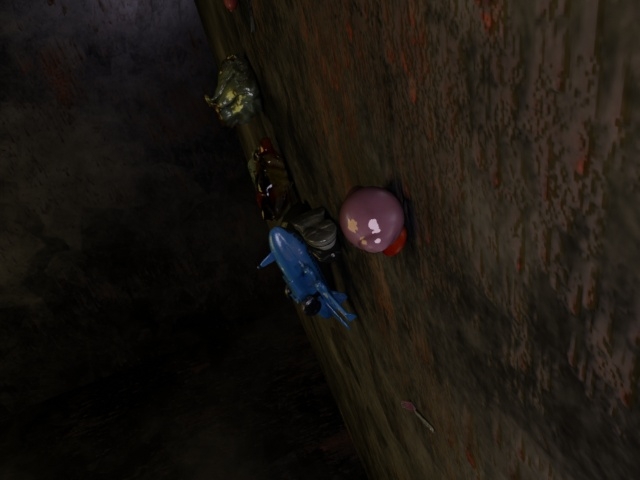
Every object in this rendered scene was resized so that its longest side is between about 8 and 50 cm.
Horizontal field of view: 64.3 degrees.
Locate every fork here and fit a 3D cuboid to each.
[{"bbox_3d":[0.156,0.278,0.807,0.016,0.012,0.115,67,168,-7],"label":"fork"}]

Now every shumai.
[{"bbox_3d":[-0.243,-0.398,1.374,0.184,0.142,0.184,157,90,-81],"label":"shumai"}]

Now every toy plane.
[{"bbox_3d":[-0.033,0.078,1.047,0.271,0.105,0.254,48,171,-34],"label":"toy plane"}]

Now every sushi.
[{"bbox_3d":[-0.125,-0.159,1.341,0.103,0.097,0.225,156,108,-77],"label":"sushi"}]

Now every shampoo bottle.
[{"bbox_3d":[-0.169,-0.190,1.595,0.085,0.085,0.262,81,167,-54],"label":"shampoo bottle"}]

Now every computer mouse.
[{"bbox_3d":[-0.044,0.039,1.256,0.170,0.100,0.269,-115,9,-49],"label":"computer mouse"}]

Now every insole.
[{"bbox_3d":[-0.167,-0.542,0.959,0.309,0.012,0.110,80,169,-54],"label":"insole"}]

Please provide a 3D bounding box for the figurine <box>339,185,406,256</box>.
[{"bbox_3d":[0.053,-0.025,0.532,0.067,0.071,0.083,-49,61,33],"label":"figurine"}]

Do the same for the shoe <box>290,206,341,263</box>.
[{"bbox_3d":[0.000,0.000,0.984,0.099,0.071,0.169,67,174,-25],"label":"shoe"}]

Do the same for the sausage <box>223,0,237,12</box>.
[{"bbox_3d":[-0.204,-0.581,1.036,0.253,0.034,0.034,82,166,-55],"label":"sausage"}]
